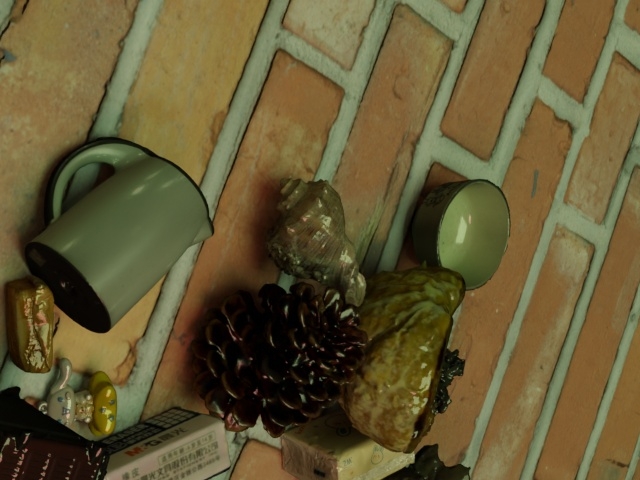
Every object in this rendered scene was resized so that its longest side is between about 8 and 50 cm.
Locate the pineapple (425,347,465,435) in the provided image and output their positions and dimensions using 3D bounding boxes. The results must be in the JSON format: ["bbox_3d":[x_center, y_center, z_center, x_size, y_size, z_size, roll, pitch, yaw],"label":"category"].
[{"bbox_3d":[0.194,0.285,2.235,0.237,0.111,0.119,-43,158,-39],"label":"pineapple"}]

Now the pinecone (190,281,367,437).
[{"bbox_3d":[-0.057,0.171,1.839,0.246,0.292,0.246,24,52,-34],"label":"pinecone"}]

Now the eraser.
[{"bbox_3d":[-0.281,0.340,1.762,0.287,0.130,0.086,-19,110,-39],"label":"eraser"}]

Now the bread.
[{"bbox_3d":[-0.398,0.117,1.634,0.053,0.074,0.132,-7,103,-32],"label":"bread"}]

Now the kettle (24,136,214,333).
[{"bbox_3d":[-0.291,-0.027,1.660,0.221,0.161,0.236,48,61,-6],"label":"kettle"}]

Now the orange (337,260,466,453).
[{"bbox_3d":[0.119,0.174,2.017,0.271,0.210,0.369,-62,180,31],"label":"orange"}]

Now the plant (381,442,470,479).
[{"bbox_3d":[0.130,0.500,2.145,0.312,0.213,0.215,-18,108,-43],"label":"plant"}]

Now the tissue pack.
[{"bbox_3d":[0.051,0.361,2.076,0.196,0.148,0.092,-15,114,-42],"label":"tissue pack"}]

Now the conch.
[{"bbox_3d":[0.000,0.000,1.923,0.245,0.163,0.178,55,32,-13],"label":"conch"}]

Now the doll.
[{"bbox_3d":[-0.354,0.231,1.720,0.113,0.071,0.135,-24,110,-18],"label":"doll"}]

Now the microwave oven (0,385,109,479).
[{"bbox_3d":[-0.416,0.299,1.541,0.188,0.247,0.178,19,89,-44],"label":"microwave oven"}]

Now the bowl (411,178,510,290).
[{"bbox_3d":[0.246,-0.019,2.202,0.211,0.112,0.211,-14,110,-42],"label":"bowl"}]
